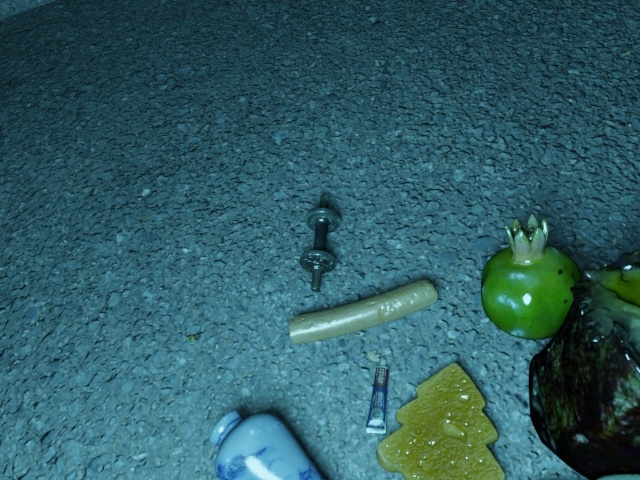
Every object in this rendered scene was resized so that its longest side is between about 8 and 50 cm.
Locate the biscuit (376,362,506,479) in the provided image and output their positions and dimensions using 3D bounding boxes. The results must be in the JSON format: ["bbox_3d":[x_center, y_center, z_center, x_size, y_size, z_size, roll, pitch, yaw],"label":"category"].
[{"bbox_3d":[0.212,0.324,0.948,0.212,0.041,0.238,5,55,23],"label":"biscuit"}]

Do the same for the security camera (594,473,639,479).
[{"bbox_3d":[0.351,0.389,0.750,0.301,0.080,0.157,-25,22,45],"label":"security camera"}]

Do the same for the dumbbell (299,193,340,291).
[{"bbox_3d":[0.000,0.000,1.207,0.082,0.081,0.254,-2,54,10],"label":"dumbbell"}]

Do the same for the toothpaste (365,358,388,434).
[{"bbox_3d":[0.108,0.282,1.013,0.037,0.021,0.140,1,57,15],"label":"toothpaste"}]

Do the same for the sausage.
[{"bbox_3d":[0.086,0.142,1.096,0.301,0.066,0.066,-17,52,2],"label":"sausage"}]

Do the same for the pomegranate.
[{"bbox_3d":[0.373,0.064,0.990,0.187,0.225,0.187,-13,27,7],"label":"pomegranate"}]

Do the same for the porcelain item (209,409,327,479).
[{"bbox_3d":[-0.070,0.382,0.910,0.259,0.141,0.141,32,66,21],"label":"porcelain item"}]

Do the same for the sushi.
[{"bbox_3d":[0.490,0.195,0.813,0.299,0.294,0.281,-5,43,-7],"label":"sushi"}]
